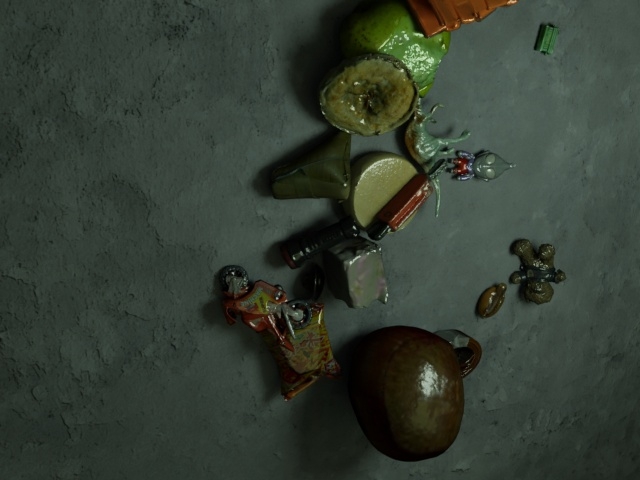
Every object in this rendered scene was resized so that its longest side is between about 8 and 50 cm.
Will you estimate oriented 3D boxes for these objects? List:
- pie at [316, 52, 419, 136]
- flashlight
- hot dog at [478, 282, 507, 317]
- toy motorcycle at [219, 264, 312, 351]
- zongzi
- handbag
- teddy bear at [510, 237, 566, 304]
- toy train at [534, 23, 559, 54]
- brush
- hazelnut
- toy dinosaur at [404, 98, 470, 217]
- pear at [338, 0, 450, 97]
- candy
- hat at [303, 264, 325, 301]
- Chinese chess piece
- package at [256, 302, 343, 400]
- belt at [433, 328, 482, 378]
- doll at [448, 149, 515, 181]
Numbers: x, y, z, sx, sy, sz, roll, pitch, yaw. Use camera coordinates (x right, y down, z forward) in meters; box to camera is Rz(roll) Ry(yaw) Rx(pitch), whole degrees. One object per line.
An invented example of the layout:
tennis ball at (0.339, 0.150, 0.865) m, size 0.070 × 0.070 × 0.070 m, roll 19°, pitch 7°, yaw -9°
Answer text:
pie at (0.125, -0.382, 1.667) m, size 0.274 × 0.055 × 0.274 m, roll 2°, pitch 140°, yaw 2°
flashlight at (0.000, 0.000, 1.822) m, size 0.232 × 0.093 × 0.093 m, roll -28°, pitch 119°, yaw 9°
hot dog at (0.610, 0.211, 2.222) m, size 0.090 × 0.060 × 0.140 m, roll 33°, pitch 90°, yaw -34°
toy motorcycle at (-0.173, 0.195, 1.824) m, size 0.298 × 0.089 × 0.171 m, roll 29°, pitch 83°, yaw -7°
zongzi at (-0.023, -0.232, 1.767) m, size 0.228 × 0.115 × 0.256 m, roll 0°, pitch 67°, yaw 11°
handbag at (0.383, -0.725, 1.655) m, size 0.410 × 0.116 × 0.303 m, roll -29°, pitch 94°, yaw -24°
teddy bear at (0.770, 0.102, 2.221) m, size 0.129 × 0.182 × 0.251 m, roll -37°, pitch 126°, yaw -50°
toy train at (0.706, -0.628, 1.967) m, size 0.056 × 0.038 × 0.093 m, roll 6°, pitch 107°, yaw -19°
brush at (0.260, -0.117, 1.829) m, size 0.323 × 0.070 × 0.051 m, roll -46°, pitch 123°, yaw -6°
hazelnut at (0.251, 0.471, 1.963) m, size 0.352 × 0.421 × 0.421 m, roll -19°, pitch 118°, yaw -43°
toy dinosaur at (0.341, -0.267, 1.907) m, size 0.205 × 0.092 × 0.393 m, roll -7°, pitch 113°, yaw -23°
pear at (0.190, -0.539, 1.694) m, size 0.281 × 0.176 × 0.286 m, roll 19°, pitch 99°, yaw -26°
candy at (0.103, 0.089, 1.881) m, size 0.137 × 0.185 × 0.195 m, roll -22°, pitch 116°, yaw -20°
hat at (-0.024, 0.129, 1.909) m, size 0.050 × 0.121 × 0.121 m, roll 7°, pitch 111°, yaw 15°
Chinese chess piece at (0.181, -0.141, 1.879) m, size 0.250 × 0.097 × 0.251 m, roll -8°, pitch 111°, yaw -22°
package at (-0.064, 0.337, 1.945) m, size 0.223 × 0.108 × 0.288 m, roll -19°, pitch 106°, yaw -11°
belt at (0.431, 0.406, 2.189) m, size 0.261 × 0.105 × 0.184 m, roll -10°, pitch 111°, yaw -20°
doll at (0.517, -0.237, 2.009) m, size 0.227 × 0.075 × 0.102 m, roll 1°, pitch 99°, yaw -12°
